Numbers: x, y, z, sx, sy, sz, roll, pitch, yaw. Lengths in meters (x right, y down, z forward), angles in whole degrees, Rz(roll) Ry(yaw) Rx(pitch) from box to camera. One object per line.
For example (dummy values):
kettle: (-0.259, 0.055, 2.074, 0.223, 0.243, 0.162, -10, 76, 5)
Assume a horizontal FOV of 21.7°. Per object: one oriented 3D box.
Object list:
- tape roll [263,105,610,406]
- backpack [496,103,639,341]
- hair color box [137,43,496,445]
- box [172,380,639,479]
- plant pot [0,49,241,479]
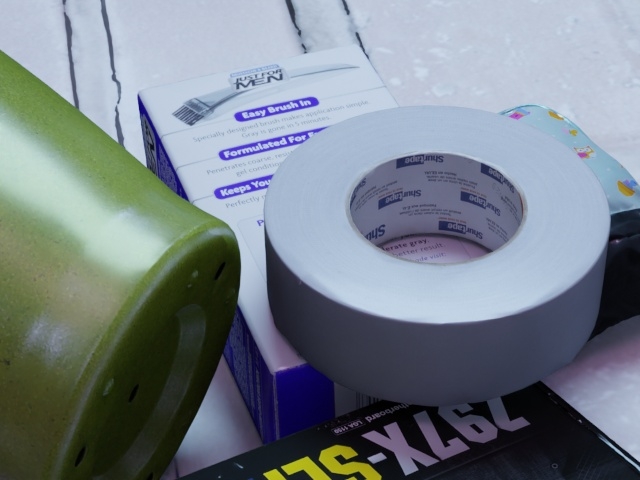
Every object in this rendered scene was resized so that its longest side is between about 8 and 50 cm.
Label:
tape roll: (0.073, 0.004, 1.073, 0.219, 0.072, 0.219, -1, 41, 1)
backpack: (0.168, -0.014, 1.221, 0.152, 0.115, 0.182, -19, 39, -15)
hair color box: (0.000, 0.000, 1.219, 0.185, 0.110, 0.339, -13, 43, -14)
box: (0.066, 0.204, 0.951, 0.322, 0.079, 0.257, -17, 39, -33)
plant pot: (-0.254, 0.029, 1.047, 0.353, 0.366, 0.366, 26, 46, 13)
